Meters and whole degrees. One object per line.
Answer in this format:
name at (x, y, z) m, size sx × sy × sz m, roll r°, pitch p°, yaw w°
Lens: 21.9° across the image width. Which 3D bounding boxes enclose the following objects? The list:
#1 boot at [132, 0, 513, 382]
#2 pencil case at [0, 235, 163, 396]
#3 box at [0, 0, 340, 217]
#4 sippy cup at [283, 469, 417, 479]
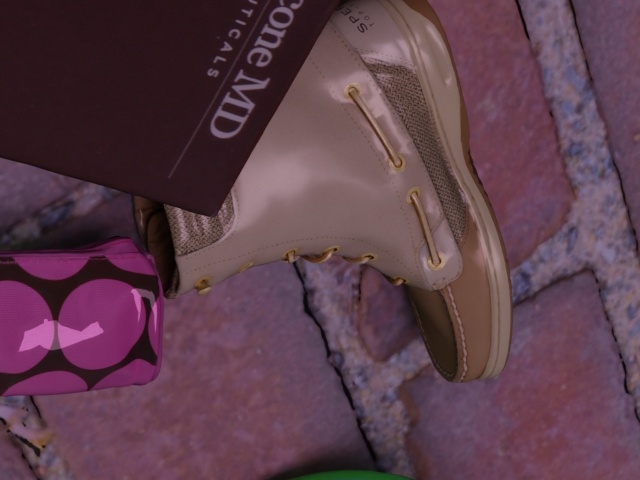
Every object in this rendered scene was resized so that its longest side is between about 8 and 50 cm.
boot at (0.000, 0.000, 0.984) m, size 0.203 × 0.095 × 0.262 m, roll -25°, pitch 118°, yaw -18°
pencil case at (-0.188, 0.038, 0.904) m, size 0.209 × 0.095 × 0.098 m, roll -1°, pitch 108°, yaw -30°
box at (-0.182, -0.160, 0.727) m, size 0.381 × 0.143 × 0.191 m, roll 14°, pitch 120°, yaw -31°
sippy cup at (0.021, 0.305, 1.055) m, size 0.240 × 0.305 × 0.224 m, roll -49°, pitch 141°, yaw -37°
